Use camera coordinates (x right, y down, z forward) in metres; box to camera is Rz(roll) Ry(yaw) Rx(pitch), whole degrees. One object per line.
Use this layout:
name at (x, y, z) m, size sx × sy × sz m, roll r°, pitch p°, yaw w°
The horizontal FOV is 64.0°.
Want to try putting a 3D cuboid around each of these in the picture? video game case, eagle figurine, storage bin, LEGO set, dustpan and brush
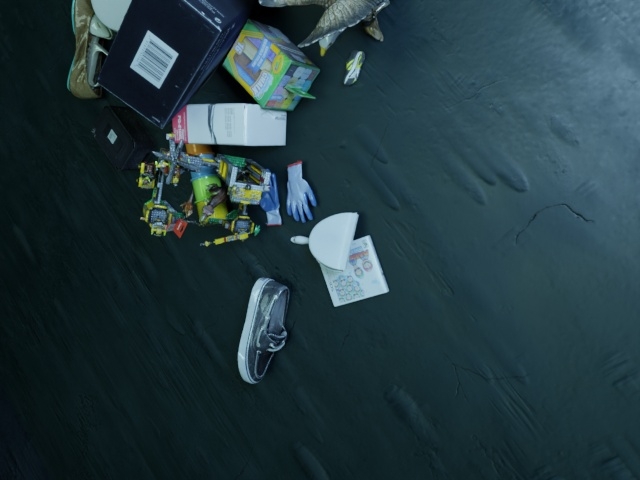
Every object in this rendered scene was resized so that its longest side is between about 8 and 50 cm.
video game case at (0.077, 0.078, 1.262) m, size 0.157 × 0.019 × 0.143 m, roll -20°, pitch 88°, yaw 32°
eagle figurine at (0.031, -0.481, 1.033) m, size 0.226 × 0.298 × 0.226 m, roll 2°, pitch 99°, yaw 31°
storage bin at (-0.606, -0.315, 1.576) m, size 0.122 × 0.084 × 0.180 m, roll -46°, pitch 75°, yaw 29°
LEGO set at (-0.270, -0.102, 1.247) m, size 0.192 × 0.331 × 0.255 m, roll 40°, pitch 112°, yaw 58°
dustpan and brush at (0.000, 0.000, 1.272) m, size 0.211 × 0.060 × 0.148 m, roll 7°, pitch 77°, yaw 32°

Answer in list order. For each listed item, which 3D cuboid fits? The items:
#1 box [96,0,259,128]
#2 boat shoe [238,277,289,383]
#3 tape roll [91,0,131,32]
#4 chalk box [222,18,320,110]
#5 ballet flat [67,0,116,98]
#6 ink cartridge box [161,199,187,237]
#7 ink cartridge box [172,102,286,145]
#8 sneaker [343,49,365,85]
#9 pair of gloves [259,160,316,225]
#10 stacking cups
box at (-0.306, -0.465, 1.155) m, size 0.182 × 0.294 × 0.296 m, roll 36°, pitch 130°, yaw -16°
boat shoe at (-0.142, 0.255, 1.381) m, size 0.102 × 0.108 × 0.302 m, roll 16°, pitch 99°, yaw 30°
tape roll at (-0.454, -0.727, 1.364) m, size 0.391 × 0.072 × 0.393 m, roll -4°, pitch 80°, yaw 26°
chalk box at (-0.103, -0.399, 1.227) m, size 0.213 × 0.132 × 0.132 m, roll 49°, pitch 118°, yaw 17°
ballet flat at (-0.697, -0.600, 1.580) m, size 0.124 × 0.116 × 0.343 m, roll 19°, pitch 109°, yaw 6°
ink cartridge box at (-0.461, -0.064, 1.560) m, size 0.115 × 0.029 × 0.063 m, roll 43°, pitch 116°, yaw 19°
ink cartridge box at (-0.228, -0.292, 1.296) m, size 0.237 × 0.172 × 0.100 m, roll 8°, pitch 104°, yaw 30°
sneaker at (0.073, -0.399, 1.183) m, size 0.035 × 0.031 × 0.083 m, roll 42°, pitch 113°, yaw 34°
pair of gloves at (-0.097, -0.118, 1.334) m, size 0.198 × 0.023 × 0.160 m, roll -7°, pitch 96°, yaw 36°
stacking cups at (-0.322, -0.203, 1.418) m, size 0.095 × 0.096 × 0.317 m, roll -10°, pitch 92°, yaw 32°
